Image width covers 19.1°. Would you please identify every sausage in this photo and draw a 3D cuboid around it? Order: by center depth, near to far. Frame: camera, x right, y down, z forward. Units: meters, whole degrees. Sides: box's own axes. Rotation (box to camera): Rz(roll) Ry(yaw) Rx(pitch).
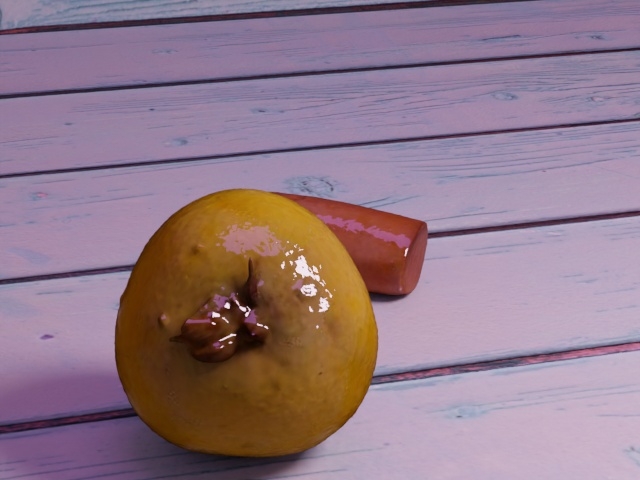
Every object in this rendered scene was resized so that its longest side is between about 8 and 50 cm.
[{"bbox_3d":[0.000,0.000,2.350,0.259,0.114,0.113,10,22,20],"label":"sausage"}]

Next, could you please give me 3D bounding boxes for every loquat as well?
[{"bbox_3d":[-0.078,0.089,1.889,0.274,0.275,0.275,1,21,0],"label":"loquat"}]
